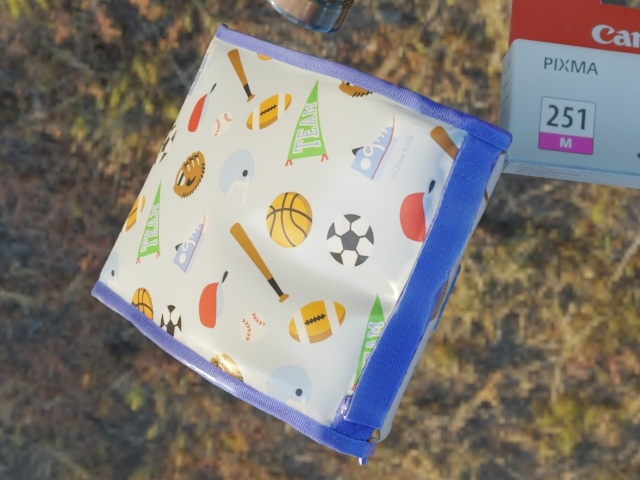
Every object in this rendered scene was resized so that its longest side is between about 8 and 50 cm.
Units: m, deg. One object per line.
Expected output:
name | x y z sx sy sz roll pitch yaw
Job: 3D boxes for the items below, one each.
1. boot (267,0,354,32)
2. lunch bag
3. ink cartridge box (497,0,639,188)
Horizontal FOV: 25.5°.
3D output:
boot | -0.040 -0.249 0.963 0.082 0.219 0.106 -23 151 -50
lunch bag | 0.000 0.000 1.359 0.239 0.327 0.385 22 -178 -34
ink cartridge box | 0.322 -0.172 1.415 0.275 0.238 0.060 6 169 -3
